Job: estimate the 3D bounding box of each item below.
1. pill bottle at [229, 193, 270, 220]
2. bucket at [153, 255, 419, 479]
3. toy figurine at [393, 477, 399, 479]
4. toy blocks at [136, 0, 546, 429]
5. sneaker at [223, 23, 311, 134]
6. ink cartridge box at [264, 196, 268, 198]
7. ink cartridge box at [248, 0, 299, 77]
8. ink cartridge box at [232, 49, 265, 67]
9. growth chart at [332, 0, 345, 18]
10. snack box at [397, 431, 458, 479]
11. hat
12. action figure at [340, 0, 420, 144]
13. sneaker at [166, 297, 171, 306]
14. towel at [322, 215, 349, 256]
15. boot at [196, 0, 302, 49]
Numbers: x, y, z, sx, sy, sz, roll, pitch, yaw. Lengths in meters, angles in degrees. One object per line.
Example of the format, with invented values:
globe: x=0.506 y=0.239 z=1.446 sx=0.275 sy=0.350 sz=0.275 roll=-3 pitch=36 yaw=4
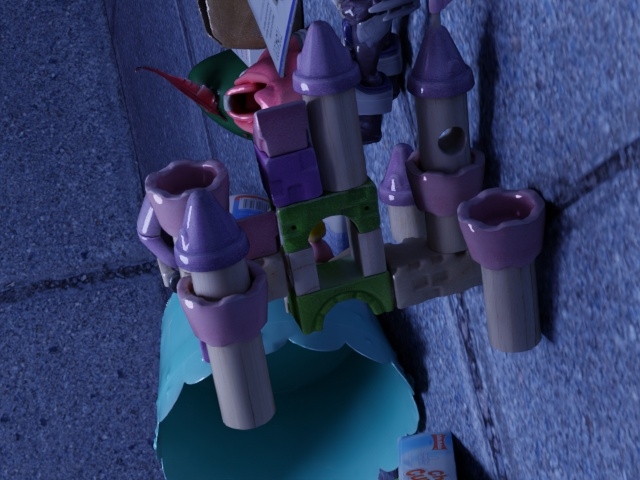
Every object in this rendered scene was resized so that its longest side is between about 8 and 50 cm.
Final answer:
pill bottle: x=-0.102 y=0.048 z=1.686 sx=0.221 sy=0.124 sz=0.124 roll=-86 pitch=-2 yaw=-52
bucket: x=-0.046 y=0.150 z=1.388 sx=0.183 sy=0.281 sz=0.281 roll=-104 pitch=12 yaw=-50
toy figurine: x=0.072 y=0.360 z=1.379 sx=0.130 sy=0.173 sz=0.159 roll=33 pitch=154 yaw=53
toy blocks: x=-0.006 y=-0.057 z=1.040 sx=0.309 sy=0.289 sz=0.260 roll=-123 pitch=20 yaw=-61
sneaker: x=-0.047 y=-0.171 z=1.413 sx=0.314 sy=0.136 sz=0.115 roll=-148 pitch=50 yaw=-71
ink cartridge box: x=-0.138 y=0.052 z=1.883 sx=0.093 sy=0.154 sz=0.212 roll=164 pitch=96 yaw=-76
ink cartridge box: x=-0.059 y=-0.352 z=1.165 sx=0.324 sy=0.071 sz=0.330 roll=119 pitch=128 yaw=-77
ink cartridge box: x=-0.085 y=-0.279 z=1.648 sx=0.122 sy=0.052 sz=0.088 roll=-131 pitch=33 yaw=-61
growth chart: x=-0.010 y=-0.335 z=1.286 sx=0.237 sy=0.021 sz=0.172 roll=76 pitch=171 yaw=-48
snack box: x=0.116 y=0.365 z=1.220 sx=0.187 sy=0.060 sz=0.321 roll=-80 pitch=-16 yaw=-75
hat: x=-0.174 y=-0.201 z=1.780 sx=0.173 sy=0.184 sz=0.208 roll=-116 pitch=21 yaw=-48
action figure: x=0.045 y=-0.217 z=1.105 sx=0.185 sy=0.099 sz=0.285 roll=-94 pitch=10 yaw=-47
sneaker: x=-0.061 y=0.146 z=1.758 sx=0.293 sy=0.146 sz=0.102 roll=42 pitch=136 yaw=17
towel: x=0.000 y=0.000 z=1.565 sx=0.209 sy=0.034 sz=0.285 roll=-130 pitch=30 yaw=-58
boot: x=-0.096 y=-0.373 z=1.503 sx=0.112 sy=0.115 sz=0.305 roll=-141 pitch=44 yaw=-72
